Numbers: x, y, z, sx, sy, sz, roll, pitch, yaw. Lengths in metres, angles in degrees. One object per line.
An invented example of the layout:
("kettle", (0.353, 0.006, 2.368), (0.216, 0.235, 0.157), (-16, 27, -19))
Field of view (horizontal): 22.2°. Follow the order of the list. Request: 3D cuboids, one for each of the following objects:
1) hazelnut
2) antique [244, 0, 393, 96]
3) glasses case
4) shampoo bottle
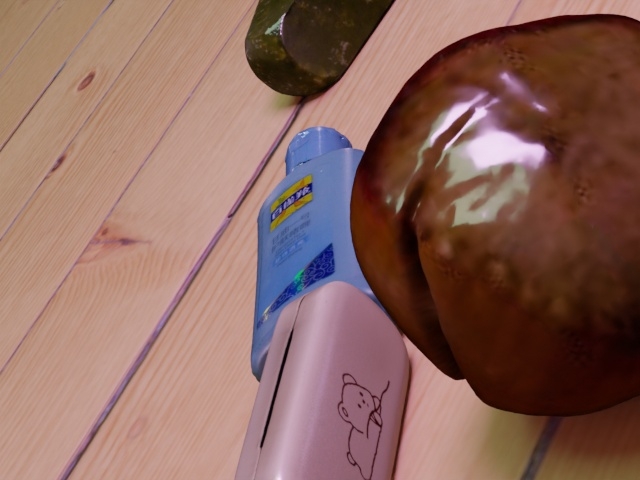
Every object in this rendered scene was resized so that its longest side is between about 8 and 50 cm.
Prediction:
("hazelnut", (0.115, -0.002, 0.805), (0.208, 0.208, 0.208), (-37, 25, 20))
("antique", (0.012, -0.224, 1.438), (0.080, 0.081, 0.221), (-8, 43, 56))
("glasses case", (0.003, 0.106, 0.910), (0.050, 0.083, 0.196), (-29, 30, 30))
("shampoo bottle", (0.000, 0.000, 1.115), (0.104, 0.061, 0.258), (-36, 24, 18))
